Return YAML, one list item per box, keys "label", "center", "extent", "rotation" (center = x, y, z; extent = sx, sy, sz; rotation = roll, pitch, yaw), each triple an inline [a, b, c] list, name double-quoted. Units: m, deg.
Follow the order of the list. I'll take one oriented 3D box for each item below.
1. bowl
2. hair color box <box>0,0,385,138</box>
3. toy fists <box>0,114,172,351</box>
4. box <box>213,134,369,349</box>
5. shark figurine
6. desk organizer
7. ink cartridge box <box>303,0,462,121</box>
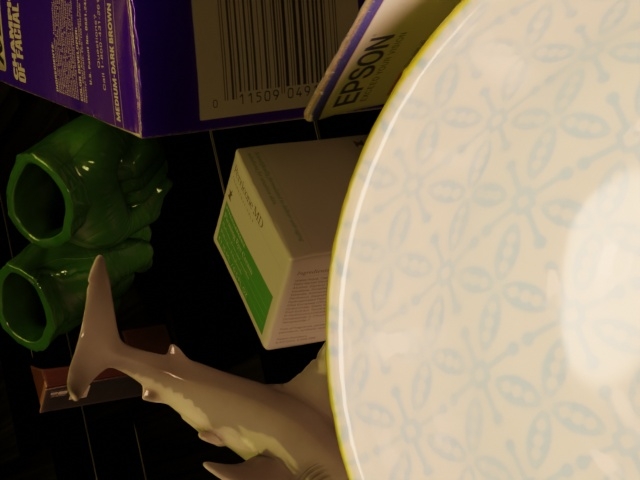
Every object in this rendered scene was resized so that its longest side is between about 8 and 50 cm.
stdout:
- label: "bowl"
  center: [0.162, 0.028, 0.489]
  extent: [0.156, 0.289, 0.289]
  rotation: [-5, -96, -71]
- label: "hair color box"
  center: [-0.095, -0.150, 0.987]
  extent: [0.339, 0.185, 0.110]
  rotation: [21, 117, 62]
- label: "toy fists"
  center: [-0.208, -0.014, 1.342]
  extent: [0.096, 0.142, 0.279]
  rotation: [36, 139, 15]
- label: "box"
  center: [0.000, 0.000, 0.933]
  extent: [0.101, 0.102, 0.087]
  rotation: [63, 148, 37]
- label: "shark figurine"
  center: [-0.046, 0.108, 1.043]
  extent: [0.116, 0.278, 0.166]
  rotation: [-56, 0, 4]
- label: "desk organizer"
  center: [-0.202, 0.119, 1.382]
  extent: [0.047, 0.130, 0.050]
  rotation: [115, 141, -52]
- label: "ink cartridge box"
  center: [0.119, -0.126, 0.484]
  extent: [0.045, 0.224, 0.223]
  rotation: [70, 153, 22]
